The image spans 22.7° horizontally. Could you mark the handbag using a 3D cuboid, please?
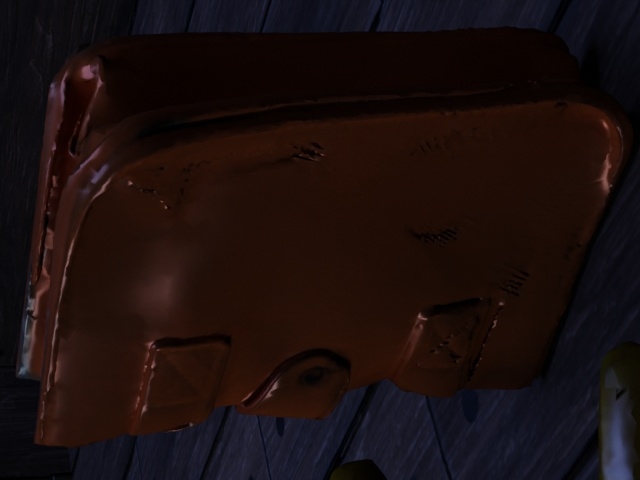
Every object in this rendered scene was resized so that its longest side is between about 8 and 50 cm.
[{"bbox_3d":[0.000,0.000,1.125,0.116,0.410,0.303,-121,34,-45],"label":"handbag"}]

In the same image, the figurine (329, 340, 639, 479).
[{"bbox_3d":[0.190,0.216,0.611,0.268,0.387,0.401,-56,34,18],"label":"figurine"}]
